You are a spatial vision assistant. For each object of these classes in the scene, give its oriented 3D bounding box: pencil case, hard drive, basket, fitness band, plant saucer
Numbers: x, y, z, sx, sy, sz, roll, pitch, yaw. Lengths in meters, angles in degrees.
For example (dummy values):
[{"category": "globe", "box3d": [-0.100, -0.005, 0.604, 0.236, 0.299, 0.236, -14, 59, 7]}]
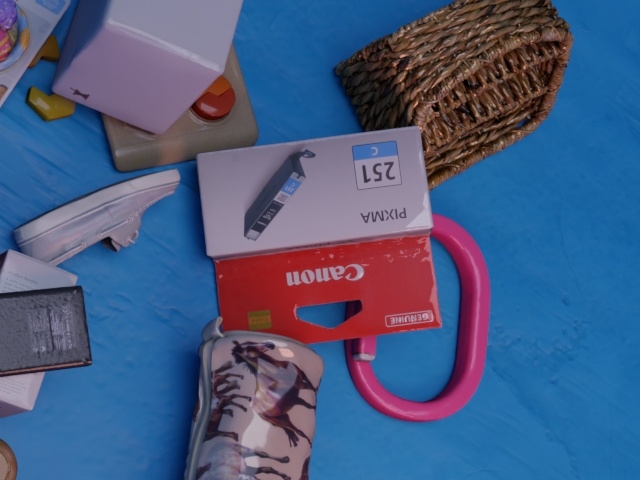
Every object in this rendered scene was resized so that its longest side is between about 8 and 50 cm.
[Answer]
[{"category": "pencil case", "box3d": [-0.106, 0.311, 1.879, 0.183, 0.160, 0.410, 20, 72, -37]}, {"category": "hard drive", "box3d": [-0.333, 0.104, 1.733, 0.135, 0.022, 0.094, -5, 83, -28]}, {"category": "basket", "box3d": [0.214, -0.221, 2.109, 0.299, 0.213, 0.223, -27, 92, -28]}, {"category": "fitness band", "box3d": [0.138, 0.105, 2.101, 0.209, 0.054, 0.291, 12, 76, -24]}, {"category": "plant saucer", "box3d": [-0.402, 0.274, 1.819, 0.083, 0.015, 0.083, 5, 78, -25]}]

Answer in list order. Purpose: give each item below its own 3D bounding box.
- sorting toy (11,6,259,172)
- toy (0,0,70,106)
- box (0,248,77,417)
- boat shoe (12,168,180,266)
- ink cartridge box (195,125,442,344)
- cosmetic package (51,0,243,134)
[{"category": "sorting toy", "box3d": [-0.239, -0.209, 1.977, 0.307, 0.041, 0.229, -13, 86, -28]}, {"category": "toy", "box3d": [-0.425, -0.247, 1.872, 0.137, 0.056, 0.237, 31, 73, -5]}, {"category": "box", "box3d": [-0.373, 0.112, 1.799, 0.091, 0.130, 0.170, 23, 70, -21]}, {"category": "boat shoe", "box3d": [-0.272, -0.023, 1.911, 0.227, 0.079, 0.081, -25, 99, -22]}, {"category": "ink cartridge box", "box3d": [0.000, 0.000, 1.972, 0.296, 0.066, 0.261, -8, 82, 1]}, {"category": "cosmetic package", "box3d": [-0.178, -0.390, 1.911, 0.161, 0.230, 0.453, 22, 67, -19]}]
